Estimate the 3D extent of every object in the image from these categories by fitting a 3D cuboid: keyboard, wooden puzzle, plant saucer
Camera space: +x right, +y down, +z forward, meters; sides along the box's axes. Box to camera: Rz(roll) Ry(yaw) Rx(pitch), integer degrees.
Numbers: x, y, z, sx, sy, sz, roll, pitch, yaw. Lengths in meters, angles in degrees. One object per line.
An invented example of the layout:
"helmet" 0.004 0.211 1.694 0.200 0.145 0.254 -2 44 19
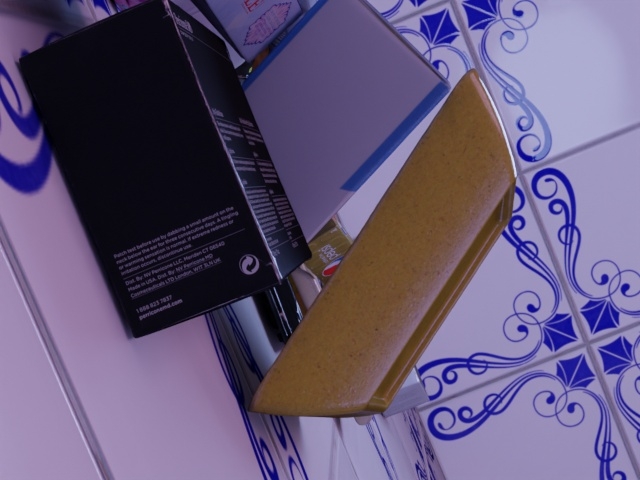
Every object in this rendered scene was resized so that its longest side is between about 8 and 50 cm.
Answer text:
"keyboard" -0.082 -0.031 1.488 0.201 0.033 0.317 16 53 -82
"wooden puzzle" -0.001 0.113 1.763 0.239 0.044 0.221 -115 -178 -77
"plant saucer" 0.081 0.036 1.220 0.081 0.333 0.333 32 -2 10

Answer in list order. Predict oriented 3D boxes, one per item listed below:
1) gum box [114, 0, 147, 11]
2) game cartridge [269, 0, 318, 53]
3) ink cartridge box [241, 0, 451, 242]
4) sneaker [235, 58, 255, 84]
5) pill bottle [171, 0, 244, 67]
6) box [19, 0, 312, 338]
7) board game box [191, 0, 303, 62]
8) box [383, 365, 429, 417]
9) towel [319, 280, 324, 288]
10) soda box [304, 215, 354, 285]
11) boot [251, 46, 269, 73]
"gum box" -0.193 -0.309 1.237 0.107 0.062 0.188 59 10 -65
"game cartridge" -0.089 -0.345 1.946 0.297 0.062 0.198 40 -20 34
"ink cartridge box" -0.008 -0.096 1.201 0.129 0.223 0.307 42 5 -2
"sneaker" -0.108 -0.187 1.618 0.067 0.078 0.188 -102 170 -69
"pill bottle" -0.139 -0.281 1.428 0.117 0.117 0.215 61 8 -62
"box" -0.091 -0.048 0.910 0.261 0.103 0.184 -31 101 -86
"board game box" -0.157 -0.296 0.932 0.319 0.066 0.318 48 0 11
"box" 0.123 0.228 2.403 0.170 0.091 0.130 59 10 -69
"towel" 0.010 0.028 2.019 0.187 0.049 0.282 -107 175 -56
"soda box" 0.000 0.000 1.610 0.058 0.061 0.181 58 3 20
"boot" -0.144 -0.349 1.918 0.264 0.096 0.280 47 -10 13
